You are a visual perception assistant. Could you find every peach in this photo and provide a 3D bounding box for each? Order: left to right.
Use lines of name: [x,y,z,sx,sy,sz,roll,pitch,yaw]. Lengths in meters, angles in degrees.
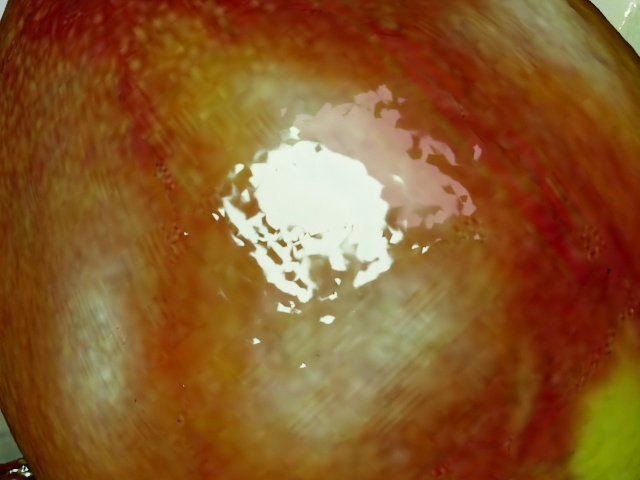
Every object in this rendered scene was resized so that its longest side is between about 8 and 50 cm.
peach: [0.000,0.000,0.511,0.308,0.308,0.332,-28,79,-19]

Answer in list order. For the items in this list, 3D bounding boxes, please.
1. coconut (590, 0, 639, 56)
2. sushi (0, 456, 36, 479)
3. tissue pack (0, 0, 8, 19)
coconut: [0.163,-0.109,0.684,0.147,0.147,0.153,-34,57,-22]
sushi: [-0.139,0.123,0.578,0.099,0.047,0.050,-25,66,-16]
tissue pack: [-0.124,-0.132,0.712,0.246,0.092,0.148,-8,60,-9]
